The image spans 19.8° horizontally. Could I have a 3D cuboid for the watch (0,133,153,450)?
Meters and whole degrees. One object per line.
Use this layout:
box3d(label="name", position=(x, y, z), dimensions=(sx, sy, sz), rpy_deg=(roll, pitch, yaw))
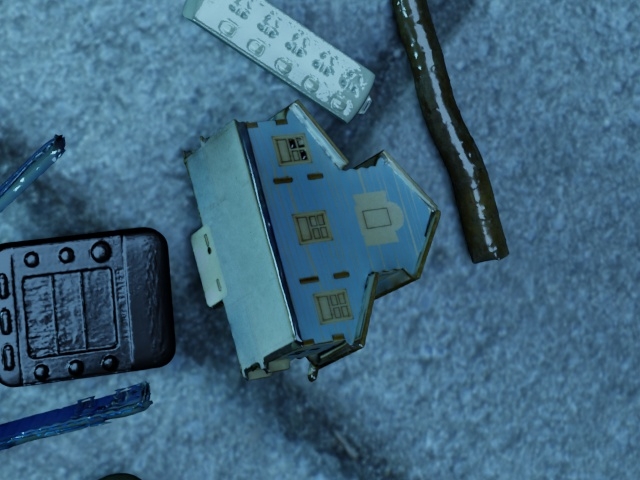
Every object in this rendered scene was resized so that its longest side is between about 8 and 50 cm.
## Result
box3d(label="watch", position=(-0.329, 0.068, 1.747), dimensions=(0.274, 0.068, 0.276), rpy_deg=(-17, 96, 9))

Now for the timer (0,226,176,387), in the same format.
box3d(label="timer", position=(-0.243, 0.065, 1.833), dimensions=(0.187, 0.055, 0.144), rpy_deg=(-6, 99, -21))

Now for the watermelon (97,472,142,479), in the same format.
box3d(label="watermelon", position=(-0.217, 0.285, 1.850), dimensions=(0.111, 0.078, 0.078), rpy_deg=(-46, 107, -8))

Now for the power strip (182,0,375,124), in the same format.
box3d(label="power strip", position=(-0.047, -0.204, 1.880), dimensions=(0.252, 0.027, 0.060), rpy_deg=(32, 85, -19))

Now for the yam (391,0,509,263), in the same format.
box3d(label="yam", position=(0.134, -0.132, 1.940), dimensions=(0.045, 0.045, 0.327), rpy_deg=(-27, 104, -37))

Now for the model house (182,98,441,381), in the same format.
box3d(label="model house", position=(0.000, 0.000, 1.842), dimensions=(0.206, 0.178, 0.271), rpy_deg=(-10, 76, -32))
